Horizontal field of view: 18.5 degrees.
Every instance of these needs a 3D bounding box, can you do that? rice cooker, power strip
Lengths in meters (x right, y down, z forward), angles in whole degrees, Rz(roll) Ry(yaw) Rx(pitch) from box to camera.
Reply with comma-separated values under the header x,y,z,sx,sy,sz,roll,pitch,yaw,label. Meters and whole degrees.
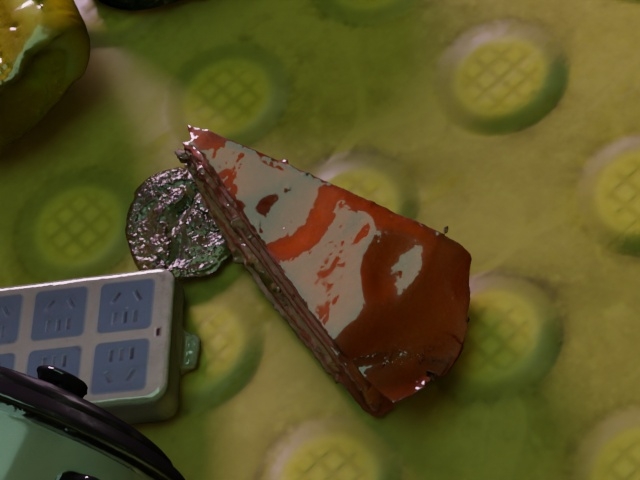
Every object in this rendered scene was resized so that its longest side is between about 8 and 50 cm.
x,y,z,sx,sy,sz,roll,pitch,yaw,label
-0.219,0.193,1.336,0.280,0.241,0.227,-8,55,56,rice cooker
-0.226,0.092,1.509,0.270,0.046,0.118,-7,60,14,power strip

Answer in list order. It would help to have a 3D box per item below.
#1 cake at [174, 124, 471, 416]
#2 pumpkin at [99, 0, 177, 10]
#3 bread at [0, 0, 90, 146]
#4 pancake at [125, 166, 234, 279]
x,y,z,sx,sy,sz,roll,pitch,yaw,label
0.001,0.002,1.457,0.135,0.098,0.287,-45,69,-6,cake
-0.154,-0.364,1.660,0.263,0.197,0.293,-31,55,1,pumpkin
-0.318,-0.236,1.682,0.166,0.112,0.383,-33,58,3,bread
-0.108,-0.013,1.549,0.108,0.017,0.108,-7,59,12,pancake
